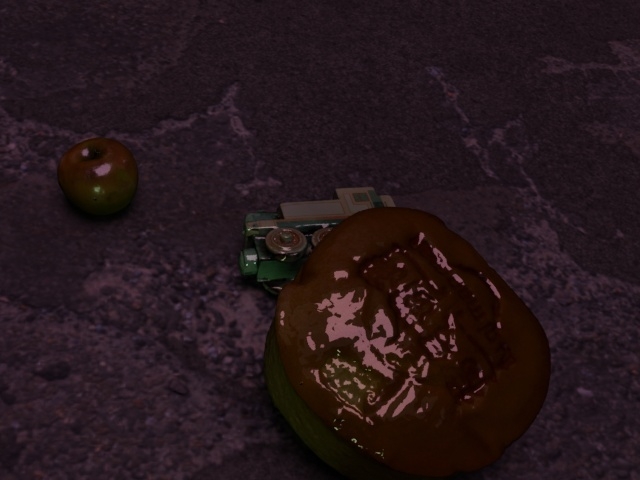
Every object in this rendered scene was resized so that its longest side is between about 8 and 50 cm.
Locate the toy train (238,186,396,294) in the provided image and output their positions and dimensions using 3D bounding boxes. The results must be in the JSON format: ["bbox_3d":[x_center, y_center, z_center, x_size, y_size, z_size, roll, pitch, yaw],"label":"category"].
[{"bbox_3d":[0.000,0.000,1.061,0.194,0.081,0.125,-3,39,-15],"label":"toy train"}]

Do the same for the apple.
[{"bbox_3d":[-0.249,-0.072,1.065,0.089,0.074,0.089,5,47,-6],"label":"apple"}]

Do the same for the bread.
[{"bbox_3d":[0.079,0.103,0.909,0.270,0.148,0.270,8,60,-14],"label":"bread"}]
